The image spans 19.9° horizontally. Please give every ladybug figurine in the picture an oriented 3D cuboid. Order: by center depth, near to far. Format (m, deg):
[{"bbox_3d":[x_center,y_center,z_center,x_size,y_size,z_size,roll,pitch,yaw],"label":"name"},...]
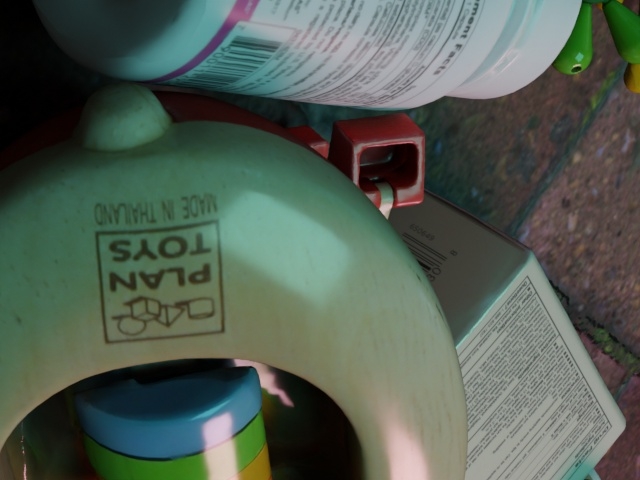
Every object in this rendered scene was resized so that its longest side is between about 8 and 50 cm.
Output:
[{"bbox_3d":[-0.079,0.087,0.972,0.305,0.162,0.449,-5,133,-6],"label":"ladybug figurine"}]

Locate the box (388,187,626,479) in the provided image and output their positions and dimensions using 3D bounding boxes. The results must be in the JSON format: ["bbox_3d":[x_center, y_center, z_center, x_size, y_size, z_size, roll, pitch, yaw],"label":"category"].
[{"bbox_3d":[0.088,0.095,1.224,0.148,0.127,0.232,-48,140,-12],"label":"box"}]

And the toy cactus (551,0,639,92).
[{"bbox_3d":[0.186,-0.194,1.170,0.219,0.112,0.180,10,97,-40],"label":"toy cactus"}]

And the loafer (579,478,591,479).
[{"bbox_3d":[0.137,0.264,1.347,0.084,0.096,0.267,25,128,-34],"label":"loafer"}]

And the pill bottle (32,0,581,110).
[{"bbox_3d":[0.002,-0.151,0.947,0.283,0.160,0.160,2,113,-47],"label":"pill bottle"}]

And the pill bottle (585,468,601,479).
[{"bbox_3d":[0.161,0.218,1.426,0.120,0.067,0.067,-31,134,-28],"label":"pill bottle"}]

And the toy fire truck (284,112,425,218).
[{"bbox_3d":[0.000,0.000,1.060,0.047,0.135,0.192,-10,122,-27],"label":"toy fire truck"}]
